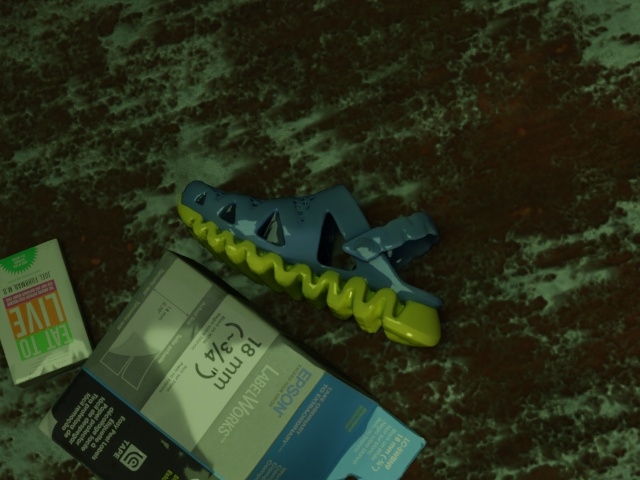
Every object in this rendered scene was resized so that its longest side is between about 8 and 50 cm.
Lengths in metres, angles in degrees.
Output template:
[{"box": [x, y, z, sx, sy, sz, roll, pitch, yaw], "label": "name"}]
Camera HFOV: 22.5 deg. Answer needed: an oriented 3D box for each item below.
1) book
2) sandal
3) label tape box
[{"box": [-0.318, 0.082, 1.818, 0.096, 0.035, 0.144, -22, 75, 3], "label": "book"}, {"box": [0.000, 0.000, 1.725, 0.317, 0.126, 0.138, 22, 82, 6], "label": "sandal"}, {"box": [-0.093, 0.203, 1.710, 0.333, 0.106, 0.240, 36, 90, 15], "label": "label tape box"}]
